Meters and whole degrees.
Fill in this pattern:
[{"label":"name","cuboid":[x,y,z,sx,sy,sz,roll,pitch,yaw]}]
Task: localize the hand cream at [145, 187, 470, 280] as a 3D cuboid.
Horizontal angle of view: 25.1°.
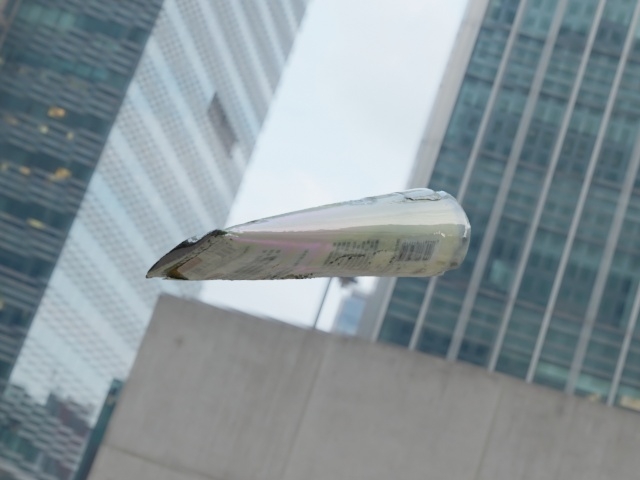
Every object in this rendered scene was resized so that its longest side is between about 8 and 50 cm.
[{"label":"hand cream","cuboid":[0.000,0.000,0.604,0.143,0.039,0.061,-4,-12,-37]}]
